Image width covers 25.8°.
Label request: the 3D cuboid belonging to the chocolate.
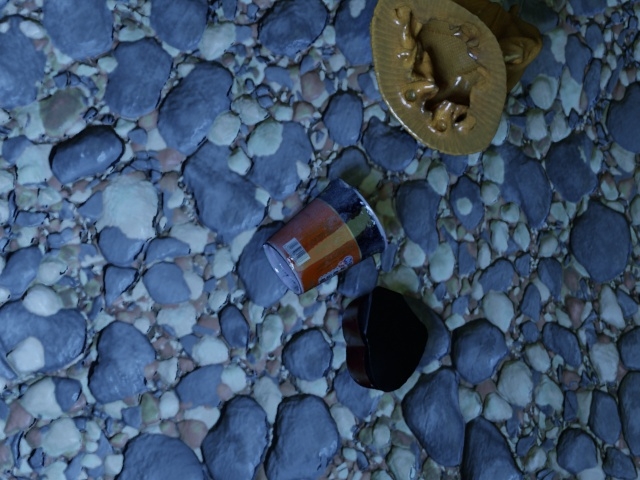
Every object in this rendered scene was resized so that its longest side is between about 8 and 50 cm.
[{"bbox_3d":[0.082,0.133,1.968,0.125,0.080,0.148,-16,97,-43],"label":"chocolate"}]

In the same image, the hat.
[{"bbox_3d":[0.217,-0.288,1.972,0.244,0.233,0.233,45,49,2],"label":"hat"}]

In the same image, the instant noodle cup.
[{"bbox_3d":[0.001,0.002,1.881,0.136,0.127,0.127,-35,113,-16],"label":"instant noodle cup"}]
